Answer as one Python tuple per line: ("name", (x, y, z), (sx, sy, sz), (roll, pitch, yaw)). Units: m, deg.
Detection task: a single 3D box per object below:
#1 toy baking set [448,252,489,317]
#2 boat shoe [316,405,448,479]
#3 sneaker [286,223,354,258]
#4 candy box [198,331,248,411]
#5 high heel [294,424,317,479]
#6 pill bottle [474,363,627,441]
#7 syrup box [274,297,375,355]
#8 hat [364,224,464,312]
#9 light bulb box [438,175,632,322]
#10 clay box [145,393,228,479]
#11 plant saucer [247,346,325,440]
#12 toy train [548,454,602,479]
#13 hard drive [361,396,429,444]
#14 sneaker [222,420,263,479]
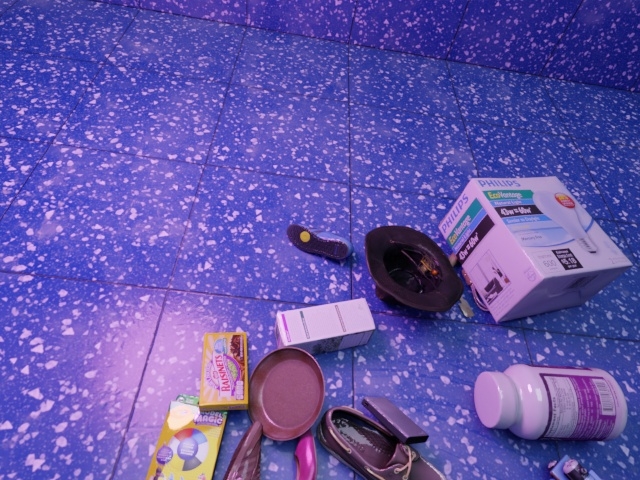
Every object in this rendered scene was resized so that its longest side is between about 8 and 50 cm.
("toy baking set", (0.463, 0.112, 1.350), (0.196, 0.030, 0.256), (41, 55, 21))
("boat shoe", (0.142, 0.466, 0.951), (0.324, 0.097, 0.117), (30, 51, 13))
("sneaker", (0.000, 0.000, 1.337), (0.209, 0.069, 0.082), (19, 17, 15))
("candy box", (-0.222, 0.297, 1.031), (0.105, 0.027, 0.206), (0, 36, -11))
("high heel", (-0.066, 0.502, 0.901), (0.117, 0.082, 0.244), (2, 58, -5))
("pill bottle", (0.532, 0.381, 1.054), (0.301, 0.169, 0.170), (5, 50, -7))
("syrup box", (0.008, 0.224, 1.126), (0.236, 0.093, 0.097), (-6, 53, -16))
("hat", (0.230, 0.102, 1.245), (0.330, 0.134, 0.332), (20, 41, -18))
("light bulb box", (0.613, 0.011, 1.318), (0.357, 0.225, 0.361), (-5, 53, -24))
("clay box", (-0.273, 0.429, 0.928), (0.127, 0.053, 0.222), (10, 51, -4))
("plant saucer", (-0.074, 0.342, 1.002), (0.198, 0.036, 0.199), (-12, 61, 22))
("toy train", (0.584, 0.555, 0.962), (0.080, 0.105, 0.184), (-25, 60, -28))
("hard drive", (0.166, 0.400, 0.995), (0.094, 0.022, 0.135), (23, 7, -45))
("sneaker", (-0.153, 0.475, 0.920), (0.071, 0.066, 0.189), (31, 56, -7))
